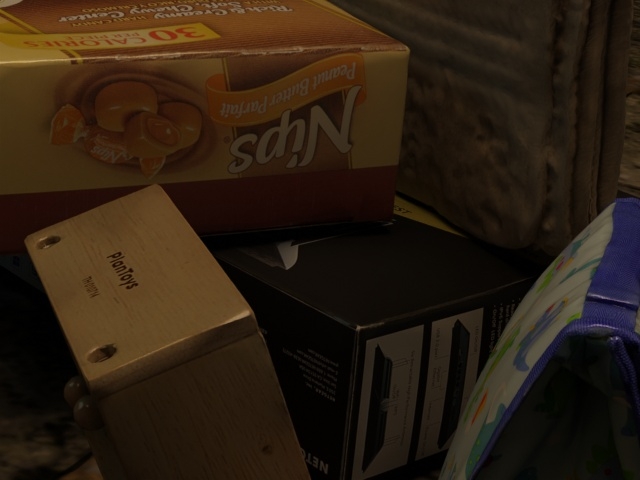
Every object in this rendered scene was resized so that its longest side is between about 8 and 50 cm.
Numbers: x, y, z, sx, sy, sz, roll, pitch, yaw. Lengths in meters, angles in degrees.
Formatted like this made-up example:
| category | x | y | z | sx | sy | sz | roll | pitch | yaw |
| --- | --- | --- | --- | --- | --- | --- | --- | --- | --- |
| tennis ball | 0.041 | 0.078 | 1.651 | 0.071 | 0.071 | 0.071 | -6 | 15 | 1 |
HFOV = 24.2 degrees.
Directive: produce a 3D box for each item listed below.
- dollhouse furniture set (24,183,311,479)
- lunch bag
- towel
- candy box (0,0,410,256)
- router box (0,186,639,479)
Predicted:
| category | x | y | z | sx | sy | sz | roll | pitch | yaw |
| --- | --- | --- | --- | --- | --- | --- | --- | --- | --- |
| dollhouse furniture set | -0.119 | 0.114 | 0.407 | 0.242 | 0.161 | 0.212 | -23 | 27 | -10 |
| lunch bag | 0.085 | 0.073 | 0.485 | 0.096 | 0.151 | 0.129 | 10 | 20 | 11 |
| towel | 0.047 | -0.116 | 0.695 | 0.049 | 0.187 | 0.282 | -11 | 26 | -28 |
| candy box | -0.109 | -0.094 | 0.736 | 0.183 | 0.087 | 0.316 | -6 | 23 | -23 |
| router box | 0.000 | 0.000 | 0.757 | 0.243 | 0.081 | 0.309 | -12 | 27 | -39 |
